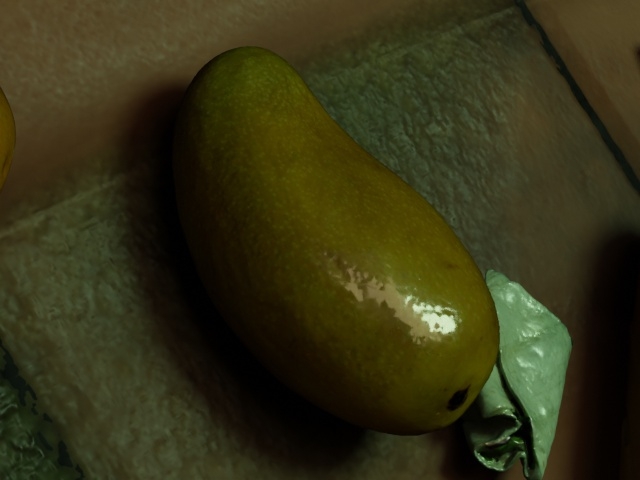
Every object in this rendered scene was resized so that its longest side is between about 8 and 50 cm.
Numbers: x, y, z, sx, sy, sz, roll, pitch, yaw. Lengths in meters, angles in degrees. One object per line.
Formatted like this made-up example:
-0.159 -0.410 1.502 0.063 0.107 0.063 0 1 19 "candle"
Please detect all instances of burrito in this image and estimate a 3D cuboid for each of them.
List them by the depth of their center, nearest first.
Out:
0.104 0.078 0.862 0.074 0.044 0.118 40 44 -18 "burrito"

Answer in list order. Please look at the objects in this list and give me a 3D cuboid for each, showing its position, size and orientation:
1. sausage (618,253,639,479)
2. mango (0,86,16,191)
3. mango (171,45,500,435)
0.239 0.091 0.912 0.121 0.121 0.304 30 50 -23 "sausage"
-0.208 -0.037 0.652 0.159 0.084 0.105 -2 82 -23 "mango"
0.000 0.000 0.789 0.136 0.099 0.227 -23 73 -40 "mango"
